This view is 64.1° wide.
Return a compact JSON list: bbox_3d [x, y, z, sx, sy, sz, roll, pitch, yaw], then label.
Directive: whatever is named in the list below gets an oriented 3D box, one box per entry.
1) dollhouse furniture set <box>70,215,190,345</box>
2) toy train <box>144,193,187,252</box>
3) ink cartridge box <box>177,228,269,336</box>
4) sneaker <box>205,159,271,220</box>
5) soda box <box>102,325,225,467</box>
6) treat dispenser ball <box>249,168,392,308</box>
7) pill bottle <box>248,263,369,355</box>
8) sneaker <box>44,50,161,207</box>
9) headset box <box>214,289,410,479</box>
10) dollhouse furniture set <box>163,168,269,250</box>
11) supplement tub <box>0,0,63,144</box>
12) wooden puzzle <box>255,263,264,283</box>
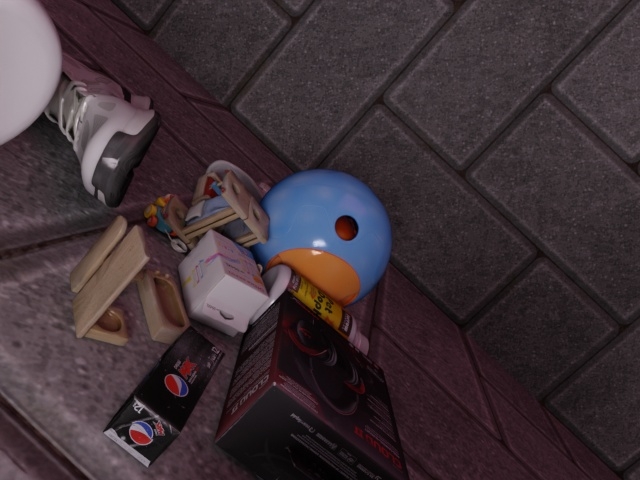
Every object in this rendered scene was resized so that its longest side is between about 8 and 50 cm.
[{"bbox_3d":[-0.203,0.044,0.633,0.151,0.123,0.144,31,18,-45],"label":"dollhouse furniture set"},{"bbox_3d":[-0.252,-0.040,0.942,0.125,0.046,0.166,41,12,-7],"label":"toy train"},{"bbox_3d":[-0.150,0.070,0.791,0.092,0.090,0.143,33,15,-37],"label":"ink cartridge box"},{"bbox_3d":[-0.186,-0.111,1.278,0.292,0.108,0.169,46,7,-36],"label":"sneaker"},{"bbox_3d":[-0.160,0.158,0.551,0.060,0.053,0.169,41,12,-6],"label":"soda box"},{"bbox_3d":[0.000,0.000,1.031,0.288,0.288,0.288,41,13,-11],"label":"treat dispenser ball"},{"bbox_3d":[-0.020,0.145,0.883,0.215,0.117,0.117,39,13,-19],"label":"pill bottle"},{"bbox_3d":[-0.412,-0.203,0.819,0.257,0.169,0.447,26,11,-28],"label":"sneaker"},{"bbox_3d":[-0.007,0.222,0.682,0.218,0.110,0.293,41,12,-11],"label":"headset box"},{"bbox_3d":[-0.178,-0.078,0.924,0.129,0.129,0.184,55,22,-38],"label":"dollhouse furniture set"},{"bbox_3d":[-0.480,-0.274,0.560,0.331,0.241,0.241,46,13,13],"label":"supplement tub"},{"bbox_3d":[-0.123,0.077,0.853,0.014,0.116,0.079,21,66,-28],"label":"wooden puzzle"}]
